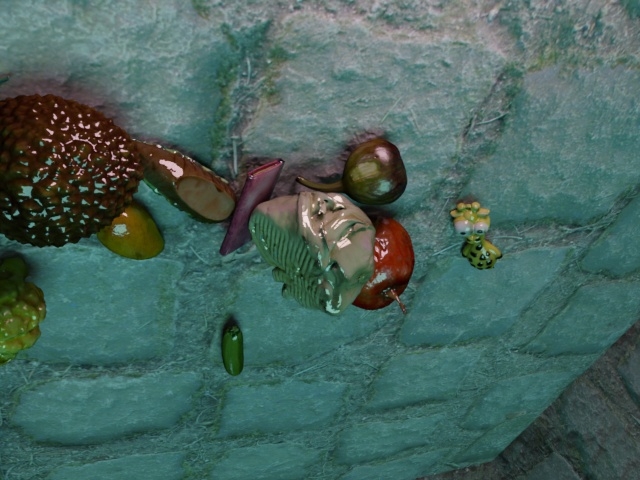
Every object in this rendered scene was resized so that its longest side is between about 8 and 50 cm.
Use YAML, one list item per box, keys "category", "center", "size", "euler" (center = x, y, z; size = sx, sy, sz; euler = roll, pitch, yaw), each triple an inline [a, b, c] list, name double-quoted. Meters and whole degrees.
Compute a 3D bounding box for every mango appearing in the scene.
- category: "mango"
  center: [-0.407, -0.017, 1.076]
  size: [0.115, 0.089, 0.165]
  euler: [-25, 142, -10]

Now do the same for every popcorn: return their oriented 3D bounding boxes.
- category: "popcorn"
  center: [-0.701, 0.157, 1.023]
  size: [0.250, 0.242, 0.235]
  euler: [-29, 135, 3]

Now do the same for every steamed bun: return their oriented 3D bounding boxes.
- category: "steamed bun"
  center: [0.000, 0.000, 1.113]
  size: [0.207, 0.280, 0.268]
  euler: [-35, 118, -30]

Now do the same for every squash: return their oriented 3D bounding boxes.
- category: "squash"
  center: [-0.259, 0.318, 1.496]
  size: [0.066, 0.066, 0.252]
  euler: [-7, 135, -16]

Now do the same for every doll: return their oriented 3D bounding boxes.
- category: "doll"
  center: [0.446, -0.006, 1.439]
  size: [0.117, 0.086, 0.291]
  euler: [-3, 143, 25]

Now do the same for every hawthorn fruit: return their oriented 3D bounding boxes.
- category: "hawthorn fruit"
  center: [0.137, 0.078, 1.259]
  size: [0.241, 0.272, 0.242]
  euler: [-16, 143, -12]

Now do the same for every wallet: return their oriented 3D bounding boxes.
- category: "wallet"
  center: [-0.155, -0.071, 1.120]
  size: [0.119, 0.025, 0.232]
  euler: [-36, 159, -51]

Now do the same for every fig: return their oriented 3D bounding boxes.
- category: "fig"
  center: [0.066, -0.138, 1.123]
  size: [0.245, 0.149, 0.149]
  euler: [-12, 139, 6]

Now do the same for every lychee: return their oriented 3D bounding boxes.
- category: "lychee"
  center: [-0.434, -0.116, 0.847]
  size: [0.267, 0.267, 0.267]
  euler: [-12, 137, -11]

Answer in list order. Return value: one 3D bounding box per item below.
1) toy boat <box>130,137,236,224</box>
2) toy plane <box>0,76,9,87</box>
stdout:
- category: "toy boat"
  center: [-0.278, -0.118, 1.017]
  size: [0.293, 0.099, 0.108]
  euler: [35, 87, -43]
- category: "toy plane"
  center: [-0.542, -0.255, 0.811]
  size: [0.080, 0.033, 0.083]
  euler: [-2, 142, -22]
